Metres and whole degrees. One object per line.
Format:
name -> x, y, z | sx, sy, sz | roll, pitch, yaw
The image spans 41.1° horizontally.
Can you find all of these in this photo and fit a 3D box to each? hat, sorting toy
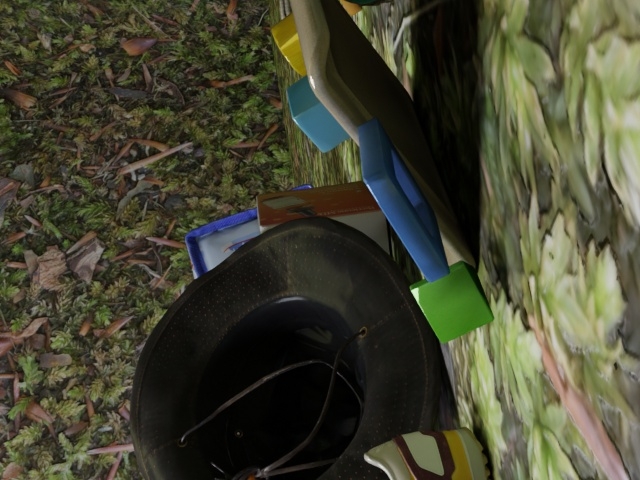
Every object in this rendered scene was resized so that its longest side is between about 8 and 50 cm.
hat -> -0.013, 0.148, 0.766 | 0.134, 0.331, 0.331 | 39, -148, -46
sorting toy -> 0.021, -0.084, 0.521 | 0.196, 0.047, 0.348 | 50, -161, -39

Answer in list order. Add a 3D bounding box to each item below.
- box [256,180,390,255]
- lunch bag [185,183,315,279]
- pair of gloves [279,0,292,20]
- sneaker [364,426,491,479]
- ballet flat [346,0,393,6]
box -> 0.000, 0.000, 0.927 | 0.170, 0.130, 0.091 | -114, 17, -75
lunch bag -> -0.040, 0.167, 1.264 | 0.328, 0.238, 0.386 | 98, 148, -76
pair of gloves -> -0.057, -0.450, 1.572 | 0.204, 0.042, 0.240 | 82, -178, -79
sneaker -> 0.076, 0.219, 0.559 | 0.069, 0.083, 0.186 | 99, 163, -78
ballet flat -> 0.035, -0.230, 0.390 | 0.077, 0.091, 0.241 | -58, -23, -44
